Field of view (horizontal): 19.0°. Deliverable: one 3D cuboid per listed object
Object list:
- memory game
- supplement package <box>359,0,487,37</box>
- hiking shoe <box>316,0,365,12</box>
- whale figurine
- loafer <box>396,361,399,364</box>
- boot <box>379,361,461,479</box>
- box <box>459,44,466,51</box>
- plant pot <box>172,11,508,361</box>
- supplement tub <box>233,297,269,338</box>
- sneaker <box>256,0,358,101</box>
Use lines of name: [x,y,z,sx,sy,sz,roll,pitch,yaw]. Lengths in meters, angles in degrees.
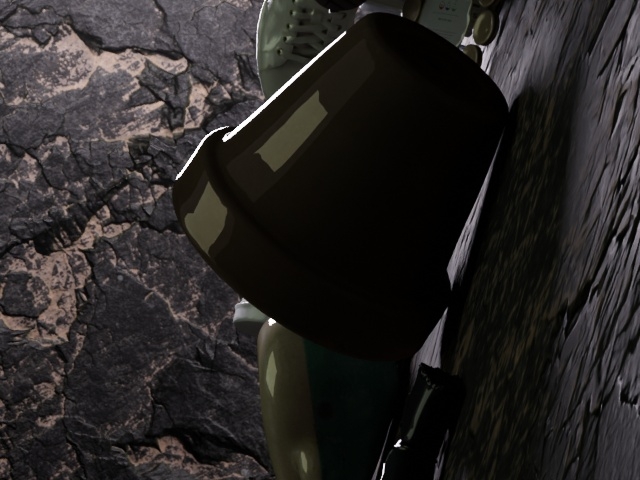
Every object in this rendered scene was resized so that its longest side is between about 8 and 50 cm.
memory game: [0.132,-0.226,1.958,0.186,0.012,0.186,-32,51,51]
supplement package: [0.138,-0.359,2.101,0.139,0.134,0.244,-127,51,-87]
hiking shoe: [0.005,-0.322,1.754,0.114,0.086,0.226,-162,72,-81]
whale figurine: [0.017,0.197,1.924,0.216,0.141,0.272,-104,4,-75]
loafer: [0.069,0.033,1.995,0.078,0.076,0.223,-104,25,-70]
boot: [0.078,0.150,1.437,0.121,0.045,0.099,-96,26,-79]
box: [0.147,-0.184,2.231,0.083,0.018,0.067,110,174,-69]
plant pot: [0.042,-0.062,1.640,0.229,0.263,0.263,-54,11,23]
supplement tub: [0.000,0.000,2.491,0.191,0.191,0.272,114,171,-77]
sneaker: [-0.009,-0.261,2.053,0.123,0.106,0.290,-79,2,-72]
